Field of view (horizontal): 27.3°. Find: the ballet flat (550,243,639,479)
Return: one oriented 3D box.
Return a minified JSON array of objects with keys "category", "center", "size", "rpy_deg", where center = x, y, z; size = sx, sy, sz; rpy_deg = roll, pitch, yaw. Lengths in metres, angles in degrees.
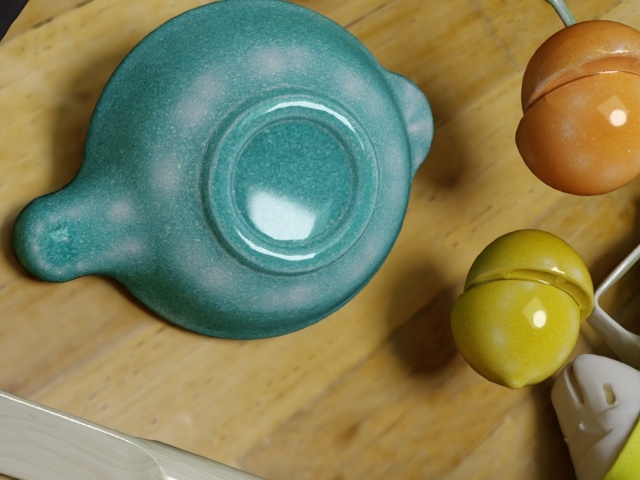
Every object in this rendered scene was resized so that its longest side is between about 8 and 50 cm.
[{"category":"ballet flat","center":[0.150,0.062,0.601],"size":[0.077,0.077,0.231],"rpy_deg":[29,55,5]}]

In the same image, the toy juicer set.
[{"category":"toy juicer set","center":[0.000,0.000,0.521],"size":[0.329,0.089,0.209],"rpy_deg":[-47,110,-8]}]

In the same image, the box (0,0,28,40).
[{"category":"box","center":[-0.144,-0.150,0.367],"size":[0.165,0.270,0.143],"rpy_deg":[20,64,-24]}]
